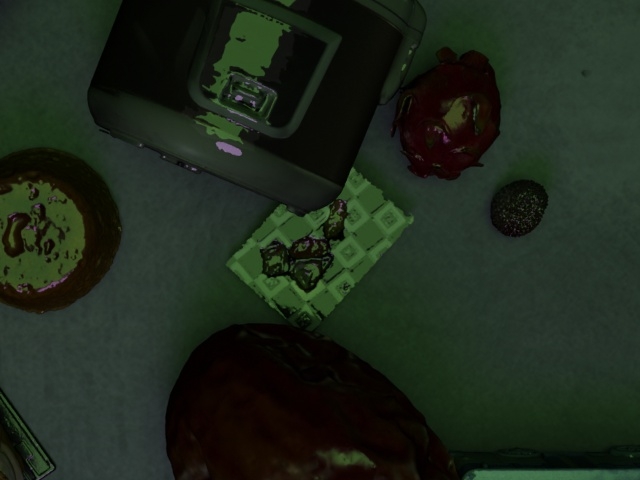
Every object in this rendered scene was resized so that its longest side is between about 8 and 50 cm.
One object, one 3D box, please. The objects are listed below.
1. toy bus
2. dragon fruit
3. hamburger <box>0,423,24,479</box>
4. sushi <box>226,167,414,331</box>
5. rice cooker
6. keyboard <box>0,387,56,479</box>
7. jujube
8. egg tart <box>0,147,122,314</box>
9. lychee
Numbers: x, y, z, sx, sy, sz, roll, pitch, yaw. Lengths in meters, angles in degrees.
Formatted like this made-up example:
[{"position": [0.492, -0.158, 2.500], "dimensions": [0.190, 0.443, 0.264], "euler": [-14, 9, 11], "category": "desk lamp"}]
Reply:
[{"position": [0.306, 0.331, 1.866], "dimensions": [0.312, 0.190, 0.152], "euler": [0, 93, -4], "category": "toy bus"}, {"position": [0.158, -0.154, 1.868], "dimensions": [0.136, 0.133, 0.166], "euler": [32, 79, -13], "category": "dragon fruit"}, {"position": [-0.481, 0.298, 1.786], "dimensions": [0.276, 0.237, 0.276], "euler": [0, 94, -1], "category": "hamburger"}, {"position": [0.000, 0.000, 1.911], "dimensions": [0.139, 0.031, 0.201], "euler": [43, 92, -5], "category": "sushi"}, {"position": [-0.068, -0.222, 1.754], "dimensions": [0.335, 0.335, 0.325], "euler": [23, 90, -5], "category": "rice cooker"}, {"position": [-0.386, 0.230, 1.901], "dimensions": [0.053, 0.010, 0.155], "euler": [-34, 94, -3], "category": "keyboard"}, {"position": [-0.009, 0.261, 1.764], "dimensions": [0.276, 0.276, 0.377], "euler": [-48, 55, -1], "category": "jujube"}, {"position": [-0.339, -0.012, 1.828], "dimensions": [0.203, 0.147, 0.202], "euler": [0, 91, -2], "category": "egg tart"}, {"position": [0.243, -0.039, 1.908], "dimensions": [0.068, 0.083, 0.067], "euler": [-4, 57, -36], "category": "lychee"}]
